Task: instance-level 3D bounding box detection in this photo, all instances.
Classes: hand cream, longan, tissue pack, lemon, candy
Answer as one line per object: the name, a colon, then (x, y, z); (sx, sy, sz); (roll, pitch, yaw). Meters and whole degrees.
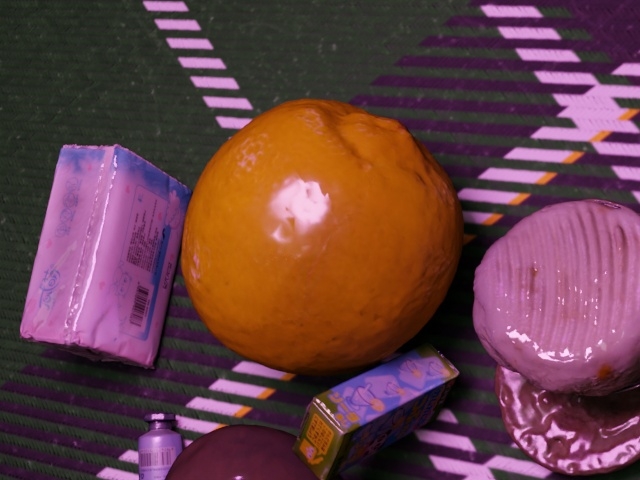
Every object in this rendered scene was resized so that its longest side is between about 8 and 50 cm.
hand cream: (-0.209, 0.364, 1.545); (0.091, 0.058, 0.271); (-7, 77, 12)
longan: (-0.074, 0.339, 1.399); (0.248, 0.248, 0.248); (-7, 73, 24)
tissue pack: (-0.287, 0.024, 1.592); (0.124, 0.201, 0.271); (3, 76, 29)
lemon: (0.000, 0.000, 1.390); (0.348, 0.348, 0.348); (-7, 73, 24)
candy: (0.065, 0.197, 1.367); (0.062, 0.194, 0.097); (45, 136, 28)

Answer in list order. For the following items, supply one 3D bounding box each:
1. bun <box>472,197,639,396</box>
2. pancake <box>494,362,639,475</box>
bun: (0.293, 0.070, 1.296); (0.239, 0.141, 0.239); (-9, 59, 14)
pancake: (0.306, 0.153, 1.360); (0.222, 0.042, 0.236); (-30, 63, 12)
